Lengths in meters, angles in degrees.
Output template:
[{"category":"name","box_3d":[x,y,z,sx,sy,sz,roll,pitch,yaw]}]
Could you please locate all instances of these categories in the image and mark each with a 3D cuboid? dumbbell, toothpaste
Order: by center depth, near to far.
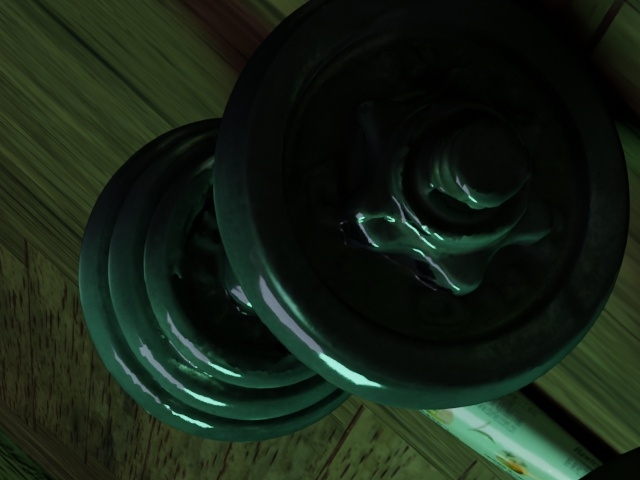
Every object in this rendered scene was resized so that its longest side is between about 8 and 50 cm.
[{"category":"dumbbell","box_3d":[0.000,0.000,0.920,0.179,0.179,0.406,46,160,-6]},{"category":"toothpaste","box_3d":[0.088,0.094,1.140,0.314,0.058,0.056,37,117,8]}]

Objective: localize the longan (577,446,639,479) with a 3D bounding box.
[{"category":"longan","box_3d":[0.198,0.219,0.830,0.319,0.319,0.319,39,161,16]}]
